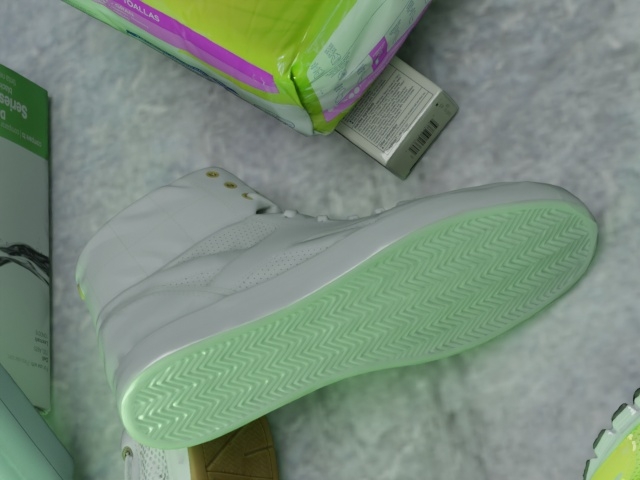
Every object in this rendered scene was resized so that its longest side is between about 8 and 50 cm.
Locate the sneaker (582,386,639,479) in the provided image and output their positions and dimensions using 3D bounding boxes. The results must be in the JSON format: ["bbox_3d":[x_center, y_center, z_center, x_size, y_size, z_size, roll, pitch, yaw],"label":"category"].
[{"bbox_3d":[0.237,0.097,1.042,0.208,0.081,0.094,-36,71,8],"label":"sneaker"}]

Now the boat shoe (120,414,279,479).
[{"bbox_3d":[-0.069,0.220,1.117,0.096,0.098,0.277,-27,56,36],"label":"boat shoe"}]

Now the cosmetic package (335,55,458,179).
[{"bbox_3d":[0.020,-0.094,1.181,0.115,0.041,0.060,39,92,23],"label":"cosmetic package"}]

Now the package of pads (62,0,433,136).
[{"bbox_3d":[-0.007,-0.230,1.160,0.229,0.101,0.296,30,76,23],"label":"package of pads"}]

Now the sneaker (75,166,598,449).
[{"bbox_3d":[0.000,0.000,1.129,0.292,0.108,0.169,-18,39,-11],"label":"sneaker"}]

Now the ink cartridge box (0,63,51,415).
[{"bbox_3d":[-0.261,0.008,1.228,0.160,0.092,0.219,-8,75,18],"label":"ink cartridge box"}]

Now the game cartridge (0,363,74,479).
[{"bbox_3d":[-0.309,0.128,1.165,0.294,0.196,0.060,-9,51,19],"label":"game cartridge"}]
